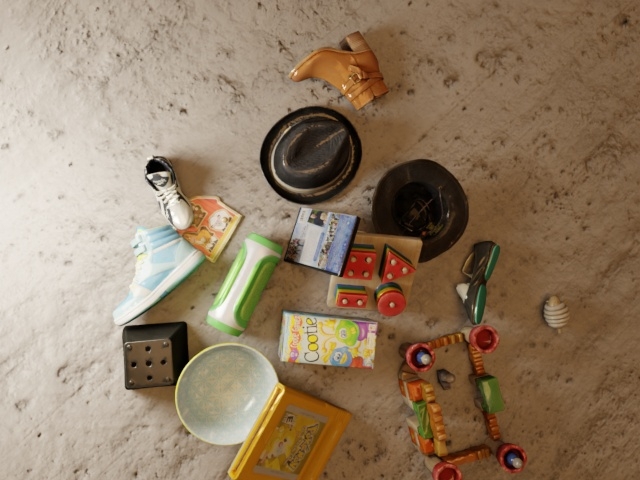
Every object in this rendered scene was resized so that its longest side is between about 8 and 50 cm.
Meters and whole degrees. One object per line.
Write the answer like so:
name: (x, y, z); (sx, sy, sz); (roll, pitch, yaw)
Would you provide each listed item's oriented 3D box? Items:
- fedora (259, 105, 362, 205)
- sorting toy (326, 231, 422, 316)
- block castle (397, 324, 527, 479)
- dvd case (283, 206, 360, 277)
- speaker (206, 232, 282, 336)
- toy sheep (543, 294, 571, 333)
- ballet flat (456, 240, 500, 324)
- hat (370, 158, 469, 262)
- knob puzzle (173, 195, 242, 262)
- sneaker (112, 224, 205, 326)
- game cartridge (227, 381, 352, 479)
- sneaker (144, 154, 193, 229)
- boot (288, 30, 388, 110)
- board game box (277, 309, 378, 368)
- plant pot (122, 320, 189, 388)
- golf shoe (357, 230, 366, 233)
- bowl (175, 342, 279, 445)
fedora: (-0.019, -0.270, 1.747); (0.334, 0.152, 0.334); (0, 88, -9)
sorting toy: (0.166, 0.114, 1.731); (0.255, 0.089, 0.257); (5, 116, -9)
block castle: (0.428, 0.503, 1.750); (0.303, 0.213, 0.453); (-13, 90, -9)
dvd case: (0.000, 0.000, 1.707); (0.022, 0.253, 0.180); (21, 84, -43)
speaker: (-0.225, 0.130, 1.711); (0.131, 0.131, 0.296); (27, 84, -6)
toy sheep: (0.778, 0.243, 1.880); (0.091, 0.091, 0.132); (-18, 96, -9)
ballet flat: (0.499, 0.133, 1.841); (0.096, 0.095, 0.280); (9, 72, 35)
hat: (0.293, -0.103, 1.798); (0.331, 0.134, 0.331); (-3, 104, -14)
knob puzzle: (-0.365, -0.053, 1.747); (0.213, 0.030, 0.213); (0, 88, -8)
sneaker: (-0.519, 0.083, 1.674); (0.319, 0.127, 0.208); (-42, 94, -15)
game cartridge: (-0.076, 0.588, 1.667); (0.323, 0.052, 0.285); (34, 83, -39)
sneaker: (-0.449, -0.145, 1.664); (0.094, 0.153, 0.235); (-16, 85, 1)
boot: (0.061, -0.504, 1.806); (0.283, 0.109, 0.220); (-30, 96, -16)
board game box: (0.018, 0.297, 1.732); (0.275, 0.144, 0.142); (7, 87, -8)
plant pot: (-0.479, 0.340, 1.644); (0.188, 0.167, 0.187); (-3, 88, -10)
golf shoe: (0.059, -0.032, 1.791); (0.186, 0.067, 0.086); (5, 85, -8)
bowl: (-0.273, 0.430, 1.671); (0.289, 0.156, 0.289); (0, 90, -13)
